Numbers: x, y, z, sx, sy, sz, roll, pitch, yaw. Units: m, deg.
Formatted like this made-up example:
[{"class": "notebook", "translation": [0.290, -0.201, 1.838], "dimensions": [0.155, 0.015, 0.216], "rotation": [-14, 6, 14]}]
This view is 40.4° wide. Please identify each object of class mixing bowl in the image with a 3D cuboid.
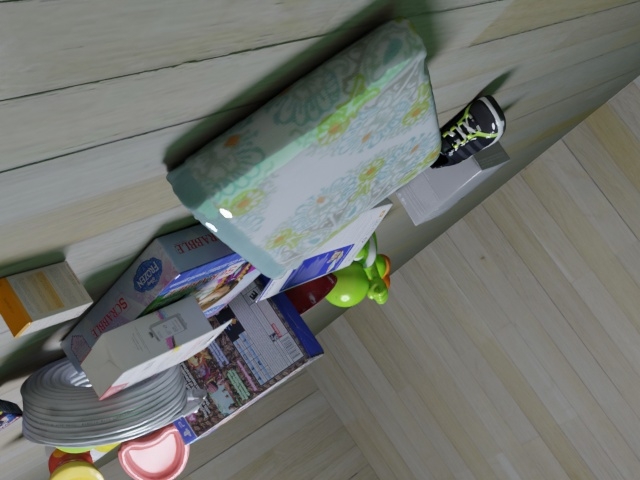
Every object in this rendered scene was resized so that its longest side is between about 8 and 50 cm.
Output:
[{"class": "mixing bowl", "translation": [-0.066, 0.086, 1.794], "dimensions": [0.182, 0.098, 0.181], "rotation": [-30, -166, 8]}]

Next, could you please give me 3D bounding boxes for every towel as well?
[{"class": "towel", "translation": [0.001, -0.100, 1.107], "dimensions": [0.321, 0.090, 0.374], "rotation": [-38, 162, 0]}]

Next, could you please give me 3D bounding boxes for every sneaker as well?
[{"class": "sneaker", "translation": [0.273, -0.193, 1.684], "dimensions": [0.097, 0.084, 0.234], "rotation": [-29, 169, -24]}]

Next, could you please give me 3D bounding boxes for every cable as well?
[{"class": "cable", "translation": [-0.343, 0.243, 1.382], "dimensions": [0.257, 0.089, 0.257], "rotation": [4, -165, 32]}]

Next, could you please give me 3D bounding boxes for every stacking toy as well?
[{"class": "stacking toy", "translation": [-0.453, 0.412, 1.880], "dimensions": [0.309, 0.279, 0.130], "rotation": [-12, -154, -17]}]

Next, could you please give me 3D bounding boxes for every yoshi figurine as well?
[{"class": "yoshi figurine", "translation": [0.066, 0.076, 2.020], "dimensions": [0.204, 0.203, 0.362], "rotation": [-29, 168, 5]}]

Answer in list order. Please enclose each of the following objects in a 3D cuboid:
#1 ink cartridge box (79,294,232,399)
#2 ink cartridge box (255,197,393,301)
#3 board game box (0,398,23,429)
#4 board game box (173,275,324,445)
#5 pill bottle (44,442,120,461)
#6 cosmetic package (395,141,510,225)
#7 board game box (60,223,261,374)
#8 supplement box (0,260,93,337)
[{"class": "ink cartridge box", "translation": [-0.239, 0.149, 1.279], "dimensions": [0.198, 0.067, 0.115], "rotation": [-22, 165, -41]}, {"class": "ink cartridge box", "translation": [0.000, 0.000, 1.651], "dimensions": [0.175, 0.069, 0.371], "rotation": [-56, 164, 24]}, {"class": "board game box", "translation": [-0.562, 0.296, 1.325], "dimensions": [0.194, 0.060, 0.194], "rotation": [-33, 172, -10]}, {"class": "board game box", "translation": [-0.182, 0.207, 1.666], "dimensions": [0.291, 0.232, 0.141], "rotation": [-35, 171, 8]}, {"class": "pill bottle", "translation": [-0.526, 0.442, 2.009], "dimensions": [0.209, 0.119, 0.119], "rotation": [-36, 171, 13]}, {"class": "cosmetic package", "translation": [0.293, -0.145, 1.950], "dimensions": [0.127, 0.107, 0.238], "rotation": [-22, 168, -42]}, {"class": "board game box", "translation": [-0.206, 0.066, 1.377], "dimensions": [0.319, 0.065, 0.318], "rotation": [-22, 165, -50]}, {"class": "supplement box", "translation": [-0.319, 0.066, 0.995], "dimensions": [0.036, 0.062, 0.098], "rotation": [-41, 168, 31]}]
